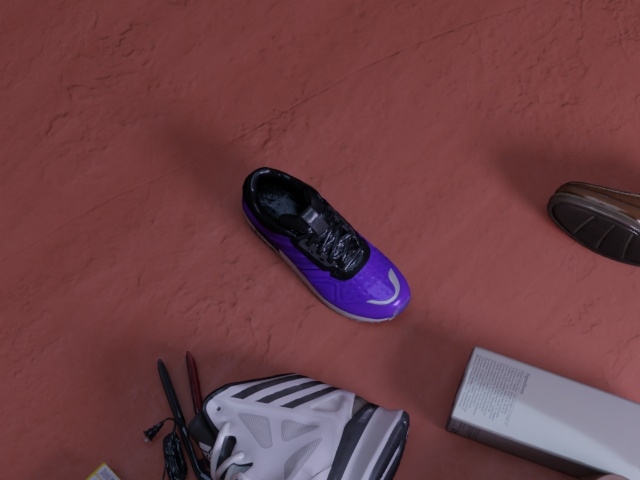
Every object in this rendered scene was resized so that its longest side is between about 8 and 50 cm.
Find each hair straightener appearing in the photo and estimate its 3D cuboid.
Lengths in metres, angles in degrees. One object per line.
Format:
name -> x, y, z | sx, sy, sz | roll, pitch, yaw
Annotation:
hair straightener -> -0.195, 0.270, 1.770 | 0.089, 0.047, 0.230 | -13, 74, -4

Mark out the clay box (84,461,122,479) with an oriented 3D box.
clay box -> -0.320, 0.416, 1.706 | 0.222, 0.053, 0.127 | -43, 75, -13

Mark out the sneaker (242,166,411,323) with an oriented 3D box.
sneaker -> -0.001, 0.000, 1.808 | 0.293, 0.146, 0.102 | 38, 74, 14

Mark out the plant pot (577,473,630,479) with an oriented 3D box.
plant pot -> 0.327, 0.414, 1.642 | 0.110, 0.237, 0.237 | -8, 62, 42

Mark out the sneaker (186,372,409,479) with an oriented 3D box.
sneaker -> -0.087, 0.350, 1.649 | 0.257, 0.169, 0.447 | 22, 49, 15

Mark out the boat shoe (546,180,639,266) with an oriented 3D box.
boat shoe -> 0.473, -0.023, 1.841 | 0.307, 0.110, 0.104 | 23, 67, -1

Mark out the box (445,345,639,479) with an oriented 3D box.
box -> 0.315, 0.244, 1.741 | 0.275, 0.094, 0.113 | 21, 71, 8
